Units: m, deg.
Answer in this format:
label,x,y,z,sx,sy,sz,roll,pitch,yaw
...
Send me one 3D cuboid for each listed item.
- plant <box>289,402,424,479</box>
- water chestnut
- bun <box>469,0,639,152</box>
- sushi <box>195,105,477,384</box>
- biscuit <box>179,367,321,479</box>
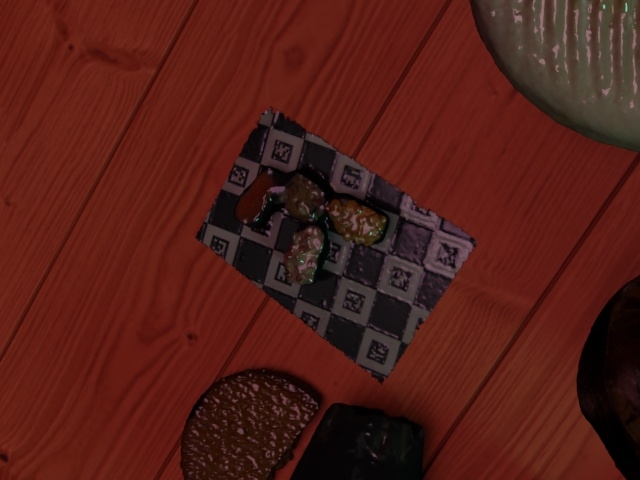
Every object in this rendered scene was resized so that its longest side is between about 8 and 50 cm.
label,x,y,z,sx,sy,sz,roll,pitch,yaw
plant,0.029,0.299,1.480,0.141,0.164,0.256,18,92,21
water chestnut,0.344,0.128,1.282,0.224,0.223,0.238,49,142,12
bun,0.312,-0.259,1.257,0.365,0.219,0.365,7,108,23
sushi,0.000,0.000,1.518,0.279,0.043,0.193,37,109,16
biscuit,-0.090,0.218,1.592,0.126,0.025,0.206,42,109,14
